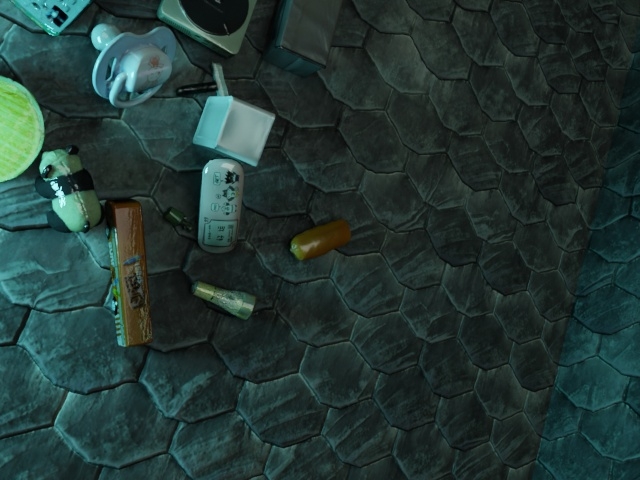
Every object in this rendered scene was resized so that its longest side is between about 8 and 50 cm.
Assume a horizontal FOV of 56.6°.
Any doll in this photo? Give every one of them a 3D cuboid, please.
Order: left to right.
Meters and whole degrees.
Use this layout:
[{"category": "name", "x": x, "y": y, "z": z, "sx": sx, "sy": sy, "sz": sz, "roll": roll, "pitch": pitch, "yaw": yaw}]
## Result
[{"category": "doll", "x": -0.652, "y": -0.128, "z": 1.551, "sx": 0.143, "sy": 0.135, "sz": 0.235, "roll": -22, "pitch": 96, "yaw": -33}]

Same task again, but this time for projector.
[{"category": "projector", "x": -0.335, "y": -0.724, "z": 1.796, "sx": 0.257, "sy": 0.079, "sz": 0.259, "roll": 24, "pitch": 76, "yaw": -29}]

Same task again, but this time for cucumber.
[{"category": "cucumber", "x": -0.378, "y": -0.456, "z": 1.791, "sx": 0.133, "sy": 0.032, "sz": 0.032, "roll": -19, "pitch": 99, "yaw": -30}]

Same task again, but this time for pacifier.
[{"category": "pacifier", "x": -0.535, "y": -0.502, "z": 1.628, "sx": 0.226, "sy": 0.238, "sz": 0.287, "roll": 44, "pitch": 44, "yaw": 11}]

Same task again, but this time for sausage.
[{"category": "sausage", "x": 0.000, "y": 0.000, "z": 1.986, "sx": 0.238, "sy": 0.098, "sz": 0.098, "roll": -22, "pitch": 100, "yaw": -33}]

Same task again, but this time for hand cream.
[{"category": "hand cream", "x": -0.300, "y": 0.175, "z": 1.805, "sx": 0.203, "sy": 0.084, "sz": 0.084, "roll": 22, "pitch": 77, "yaw": -23}]

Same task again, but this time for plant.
[{"category": "plant", "x": -0.411, "y": -0.055, "z": 1.749, "sx": 0.102, "sy": 0.051, "sz": 0.051, "roll": 40, "pitch": 69, "yaw": -31}]

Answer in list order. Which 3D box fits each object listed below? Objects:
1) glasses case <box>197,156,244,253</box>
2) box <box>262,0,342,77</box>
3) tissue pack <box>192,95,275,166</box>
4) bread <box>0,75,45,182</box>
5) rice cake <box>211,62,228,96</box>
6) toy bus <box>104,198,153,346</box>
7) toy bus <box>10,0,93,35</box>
[{"category": "glasses case", "x": -0.292, "y": -0.097, "z": 1.734, "sx": 0.121, "sy": 0.075, "sz": 0.315, "roll": 3, "pitch": 123, "yaw": -14}, {"category": "box", "x": -0.060, "y": -0.685, "z": 1.929, "sx": 0.188, "sy": 0.153, "sz": 0.253, "roll": 15, "pitch": 81, "yaw": -30}, {"category": "tissue pack", "x": -0.258, "y": -0.323, "z": 1.725, "sx": 0.135, "sy": 0.246, "sz": 0.160, "roll": 19, "pitch": 94, "yaw": -29}, {"category": "bread", "x": -0.842, "y": -0.275, "z": 1.467, "sx": 0.301, "sy": 0.045, "sz": 0.302, "roll": 0, "pitch": 90, "yaw": -22}, {"category": "rice cake", "x": -0.306, "y": -0.467, "z": 1.839, "sx": 0.033, "sy": 0.029, "sz": 0.171, "roll": -15, "pitch": 96, "yaw": -25}, {"category": "toy bus", "x": -0.530, "y": 0.088, "z": 1.644, "sx": 0.093, "sy": 0.092, "sz": 0.409, "roll": -7, "pitch": 94, "yaw": -35}, {"category": "toy bus", "x": -0.624, "y": -0.676, "z": 1.467, "sx": 0.183, "sy": 0.343, "sz": 0.200, "roll": 41, "pitch": 60, "yaw": -31}]
